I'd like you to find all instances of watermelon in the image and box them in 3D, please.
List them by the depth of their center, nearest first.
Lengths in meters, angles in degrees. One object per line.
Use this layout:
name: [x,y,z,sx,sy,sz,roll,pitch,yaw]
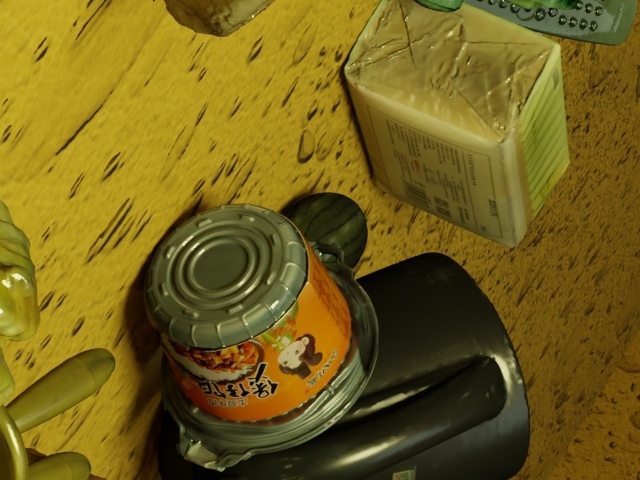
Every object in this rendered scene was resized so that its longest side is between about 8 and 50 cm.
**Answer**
watermelon: [0.000,0.000,1.612,0.110,0.078,0.078,-41,150,-51]

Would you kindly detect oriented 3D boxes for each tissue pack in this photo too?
tissue pack: [0.125,-0.108,1.674,0.125,0.159,0.234,-59,160,-15]

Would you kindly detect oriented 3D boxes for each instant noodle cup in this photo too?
instant noodle cup: [-0.055,0.053,1.417,0.125,0.177,0.208,65,33,-50]

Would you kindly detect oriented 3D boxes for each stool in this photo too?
stool: [-0.201,0.110,1.164,0.134,0.135,0.110,-23,-173,30]

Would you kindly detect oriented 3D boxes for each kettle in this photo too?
kettle: [0.013,0.147,1.553,0.290,0.207,0.268,-18,-174,-20]

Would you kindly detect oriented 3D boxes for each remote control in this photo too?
remote control: [0.208,-0.230,1.768,0.222,0.042,0.072,11,100,-36]

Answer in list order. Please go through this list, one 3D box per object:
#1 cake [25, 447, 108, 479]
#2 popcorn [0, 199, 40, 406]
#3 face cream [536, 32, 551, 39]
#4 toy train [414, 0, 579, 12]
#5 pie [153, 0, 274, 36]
cake: [-0.188,0.330,1.246,0.290,0.282,0.256,-56,167,-34]
popcorn: [-0.224,0.001,0.918,0.195,0.173,0.168,46,30,-44]
face cream: [0.192,-0.220,1.837,0.273,0.078,0.078,-64,161,0]
toy train: [0.174,-0.326,1.499,0.138,0.178,0.330,-17,128,-66]
pie: [-0.035,-0.214,1.130,0.079,0.163,0.194,34,75,-52]
